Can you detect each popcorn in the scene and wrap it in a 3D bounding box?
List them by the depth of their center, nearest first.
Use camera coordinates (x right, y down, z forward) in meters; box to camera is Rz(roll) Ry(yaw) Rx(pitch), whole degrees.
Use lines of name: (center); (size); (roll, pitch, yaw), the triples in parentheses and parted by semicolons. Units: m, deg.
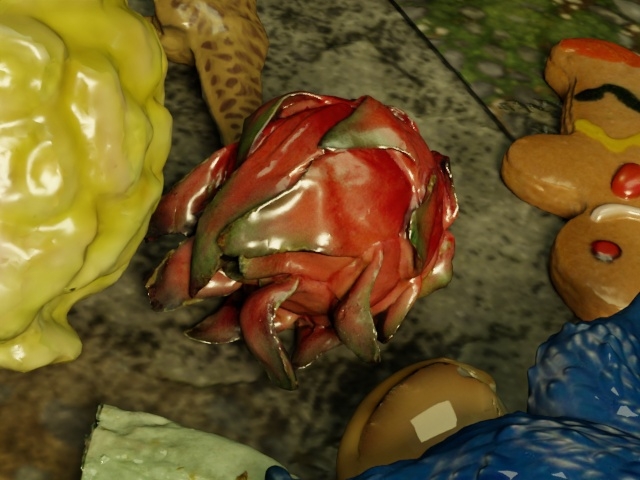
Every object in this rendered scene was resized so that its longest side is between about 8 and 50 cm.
popcorn: (-0.193, -0.044, 0.622); (0.259, 0.259, 0.212); (-1, 17, -16)

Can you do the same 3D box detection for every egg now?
egg: (0.043, 0.090, 0.628); (0.083, 0.071, 0.071); (-33, 58, -28)

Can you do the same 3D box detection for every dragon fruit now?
dragon fruit: (-0.003, -0.006, 0.702); (0.121, 0.130, 0.142); (54, 45, -4)

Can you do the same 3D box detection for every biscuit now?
biscuit: (0.187, -0.035, 0.841); (0.165, 0.036, 0.250); (18, 40, 7)

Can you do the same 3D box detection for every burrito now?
burrito: (-0.044, 0.107, 0.607); (0.118, 0.044, 0.074); (14, 36, 6)

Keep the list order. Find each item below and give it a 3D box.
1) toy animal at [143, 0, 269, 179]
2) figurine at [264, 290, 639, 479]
toy animal: (-0.081, -0.117, 0.851); (0.149, 0.054, 0.275); (-24, 53, -33)
figurine: (0.109, 0.116, 0.547); (0.262, 0.121, 0.164); (-23, 90, -22)
